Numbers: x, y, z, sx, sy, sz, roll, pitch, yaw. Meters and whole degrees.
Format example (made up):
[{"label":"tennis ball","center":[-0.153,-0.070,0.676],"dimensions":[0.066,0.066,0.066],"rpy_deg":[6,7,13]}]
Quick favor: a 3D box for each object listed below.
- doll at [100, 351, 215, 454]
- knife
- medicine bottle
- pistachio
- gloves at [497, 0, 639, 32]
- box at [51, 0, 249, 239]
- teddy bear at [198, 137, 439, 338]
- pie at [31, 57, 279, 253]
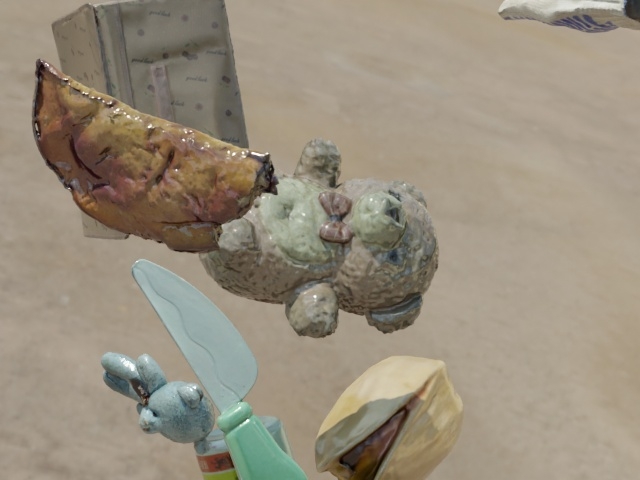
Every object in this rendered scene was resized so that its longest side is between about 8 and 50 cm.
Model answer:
[{"label":"doll","center":[-0.210,0.199,1.646],"dimensions":[0.180,0.120,0.075],"rpy_deg":[19,50,23]},{"label":"knife","center":[-0.079,0.123,1.141],"dimensions":[0.063,0.260,0.034],"rpy_deg":[-28,6,-14]},{"label":"medicine bottle","center":[-0.090,0.382,1.966],"dimensions":[0.139,0.225,0.139],"rpy_deg":[-18,3,1]},{"label":"pistachio","center":[0.087,0.237,1.655],"dimensions":[0.157,0.157,0.229],"rpy_deg":[25,43,23]},{"label":"gloves","center":[0.249,-0.242,1.264],"dimensions":[0.229,0.119,0.097],"rpy_deg":[35,-16,49]},{"label":"box","center":[-0.222,-0.161,1.754],"dimensions":[0.190,0.297,0.225],"rpy_deg":[-10,5,-25]},{"label":"teddy bear","center":[-0.001,0.000,1.450],"dimensions":[0.267,0.236,0.151],"rpy_deg":[8,-27,-3]},{"label":"pie","center":[-0.108,-0.043,0.821],"dimensions":[0.170,0.092,0.034],"rpy_deg":[20,21,10]}]
